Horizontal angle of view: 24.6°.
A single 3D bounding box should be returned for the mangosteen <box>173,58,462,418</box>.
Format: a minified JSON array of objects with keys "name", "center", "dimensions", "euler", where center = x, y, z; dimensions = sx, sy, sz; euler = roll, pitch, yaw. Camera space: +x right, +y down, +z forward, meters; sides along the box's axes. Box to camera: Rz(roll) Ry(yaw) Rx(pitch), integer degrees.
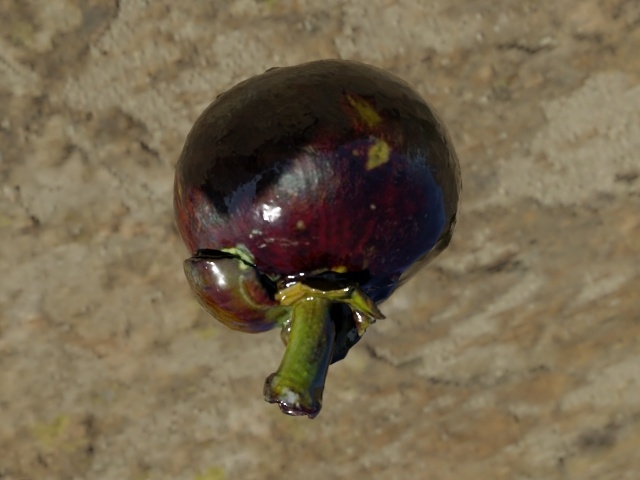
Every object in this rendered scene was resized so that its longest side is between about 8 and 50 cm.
[{"name":"mangosteen","center":[0.000,0.000,1.151],"dimensions":[0.231,0.289,0.231],"euler":[-3,161,-1]}]
